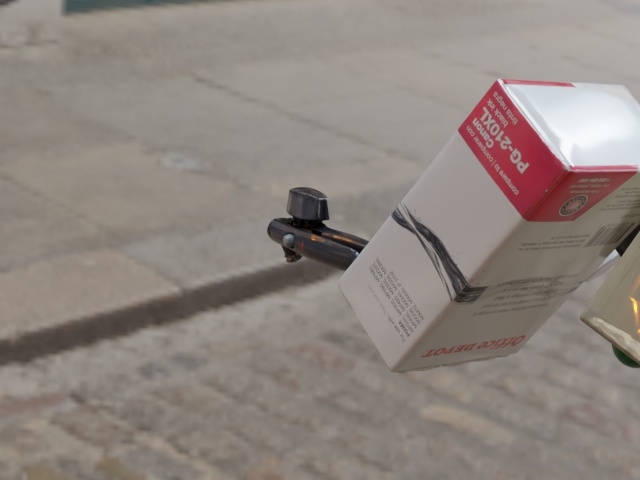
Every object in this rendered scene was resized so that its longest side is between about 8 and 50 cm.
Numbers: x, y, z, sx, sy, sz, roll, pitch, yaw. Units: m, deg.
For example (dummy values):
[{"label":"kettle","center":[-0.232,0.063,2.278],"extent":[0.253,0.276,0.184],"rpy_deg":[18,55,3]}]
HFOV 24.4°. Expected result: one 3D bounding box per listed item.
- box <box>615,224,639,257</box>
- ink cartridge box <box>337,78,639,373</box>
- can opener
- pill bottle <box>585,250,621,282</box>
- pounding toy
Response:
[{"label":"box","center":[0.509,0.041,1.362],"extent":[0.395,0.318,0.097],"rpy_deg":[-16,32,46]},{"label":"ink cartridge box","center":[0.149,-0.010,1.177],"extent":[0.172,0.237,0.100],"rpy_deg":[-4,51,-45]},{"label":"can opener","center":[0.000,0.000,1.468],"extent":[0.059,0.073,0.186],"rpy_deg":[-15,22,-21]},{"label":"pill bottle","center":[0.273,-0.040,1.651],"extent":[0.094,0.094,0.169],"rpy_deg":[-19,69,-52]},{"label":"pounding toy","center":[0.253,0.053,1.000],"extent":[0.100,0.141,0.130],"rpy_deg":[38,11,24]}]
